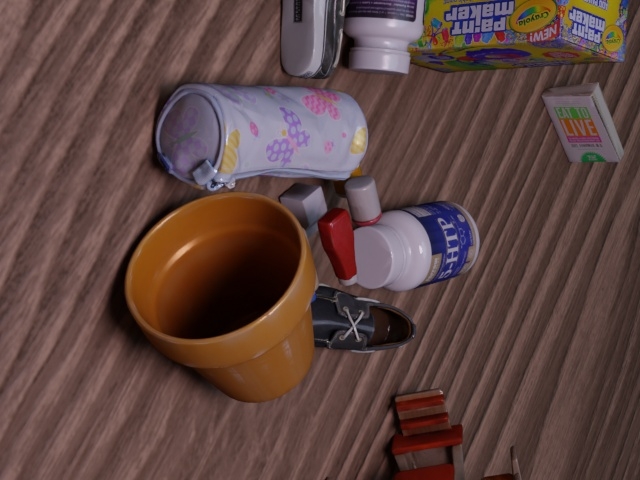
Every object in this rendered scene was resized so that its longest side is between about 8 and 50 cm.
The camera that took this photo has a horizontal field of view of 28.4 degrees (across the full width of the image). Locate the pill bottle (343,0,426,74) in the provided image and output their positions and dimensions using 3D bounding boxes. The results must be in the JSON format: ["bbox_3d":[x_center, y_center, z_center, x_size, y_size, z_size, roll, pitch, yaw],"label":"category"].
[{"bbox_3d":[0.084,-0.317,1.656,0.108,0.108,0.193,2,95,-50],"label":"pill bottle"}]

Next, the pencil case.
[{"bbox_3d":[-0.062,-0.123,1.485,0.273,0.113,0.124,-8,54,-51],"label":"pencil case"}]

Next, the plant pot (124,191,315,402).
[{"bbox_3d":[-0.092,0.082,1.427,0.205,0.205,0.188,-60,149,-28],"label":"plant pot"}]

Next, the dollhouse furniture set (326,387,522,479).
[{"bbox_3d":[0.137,0.314,1.672,0.259,0.262,0.135,-73,150,-71],"label":"dollhouse furniture set"}]

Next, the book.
[{"bbox_3d":[0.432,-0.191,2.084,0.035,0.096,0.144,-56,130,-32],"label":"book"}]

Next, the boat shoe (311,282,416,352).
[{"bbox_3d":[0.033,0.103,1.649,0.233,0.079,0.084,15,83,-48],"label":"boat shoe"}]

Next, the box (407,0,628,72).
[{"bbox_3d":[0.250,-0.382,1.709,0.177,0.290,0.279,5,87,-50],"label":"box"}]

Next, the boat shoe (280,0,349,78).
[{"bbox_3d":[-0.003,-0.312,1.587,0.070,0.078,0.219,-1,101,-49],"label":"boat shoe"}]

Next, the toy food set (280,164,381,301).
[{"bbox_3d":[0.000,0.000,1.579,0.232,0.111,0.104,-41,128,-39],"label":"toy food set"}]

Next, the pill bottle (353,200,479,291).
[{"bbox_3d":[0.121,0.010,1.720,0.187,0.112,0.112,-13,102,-48],"label":"pill bottle"}]
